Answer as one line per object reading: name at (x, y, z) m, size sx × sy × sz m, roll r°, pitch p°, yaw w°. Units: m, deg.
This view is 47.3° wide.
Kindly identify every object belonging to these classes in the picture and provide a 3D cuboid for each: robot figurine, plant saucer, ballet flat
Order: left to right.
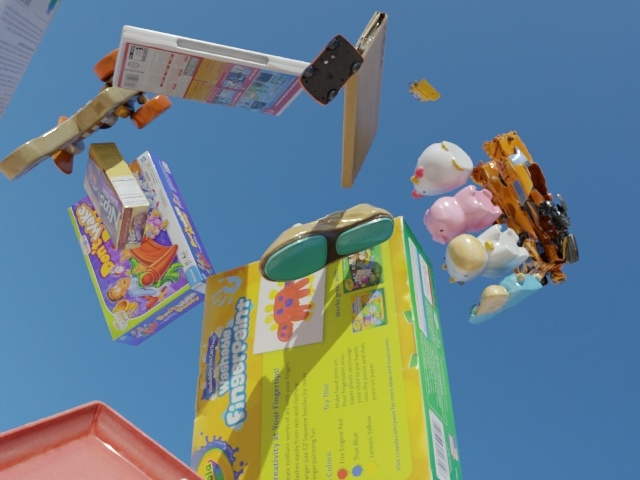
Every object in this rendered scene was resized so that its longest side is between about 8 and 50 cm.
plant saucer at (-0.224, 0.289, 0.800) m, size 0.259 × 0.258 × 0.047 m, roll 33°, pitch -83°, yaw 13°
ballet flat at (0.000, 0.000, 1.063) m, size 0.073 × 0.232 × 0.080 m, roll 41°, pitch -43°, yaw 43°
robot figurine at (0.381, -0.046, 1.385) m, size 0.211 × 0.085 × 0.290 m, roll 106°, pitch -34°, yaw -67°

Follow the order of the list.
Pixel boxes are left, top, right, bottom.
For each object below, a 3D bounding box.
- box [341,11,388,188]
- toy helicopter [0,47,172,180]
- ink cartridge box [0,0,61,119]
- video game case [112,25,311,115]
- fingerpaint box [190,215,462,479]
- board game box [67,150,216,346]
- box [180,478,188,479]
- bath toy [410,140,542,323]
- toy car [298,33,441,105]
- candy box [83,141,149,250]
box at (0.062, -0.201, 1.053) m, size 0.021 × 0.164 × 0.201 m, roll 13°, pitch -47°, yaw 12°
toy helicopter at (-0.456, -0.202, 1.339) m, size 0.235 × 0.355 × 0.140 m, roll -25°, pitch -73°, yaw 38°
ink cartridge box at (-0.265, -0.126, 0.536) m, size 0.065 × 0.186 × 0.311 m, roll 25°, pitch -86°, yaw -15°
video game case at (-0.174, -0.259, 1.151) m, size 0.204 × 0.285 × 0.025 m, roll 158°, pitch -62°, yaw -69°
fingerpaint box at (0.002, 0.226, 1.129) m, size 0.371 × 0.444 × 0.163 m, roll -18°, pitch -41°, yaw 19°
board game box at (-0.380, 0.015, 1.554) m, size 0.233 × 0.078 × 0.347 m, roll -34°, pitch -117°, yaw 11°
box at (-0.042, 0.282, 0.500) m, size 0.244 × 0.100 × 0.060 m, roll 32°, pitch -24°, yaw 31°
bath toy at (0.254, -0.025, 1.327) m, size 0.129 × 0.152 × 0.348 m, roll -43°, pitch -128°, yaw 32°
toy car at (0.038, -0.131, 0.641) m, size 0.122 × 0.040 × 0.060 m, roll 23°, pitch -91°, yaw -20°
candy box at (-0.382, -0.084, 1.364) m, size 0.186 × 0.053 × 0.109 m, roll 55°, pitch -42°, yaw 33°
